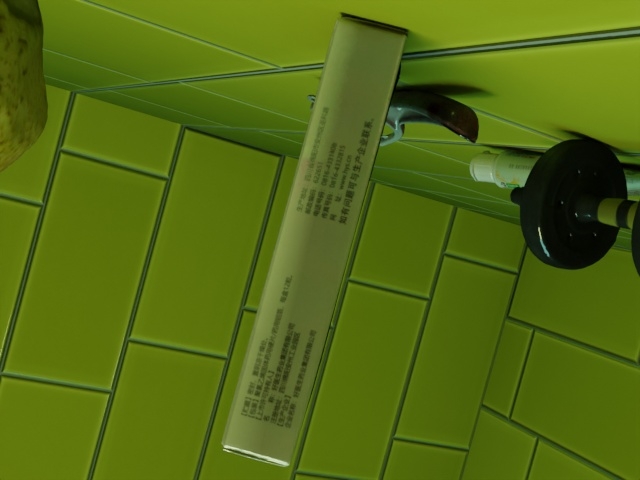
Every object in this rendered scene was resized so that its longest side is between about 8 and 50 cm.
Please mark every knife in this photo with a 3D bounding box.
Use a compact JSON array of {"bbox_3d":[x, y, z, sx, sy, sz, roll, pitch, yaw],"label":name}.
[{"bbox_3d":[0.085,-0.137,0.971,0.123,0.053,0.278,19,179,-24],"label":"knife"}]

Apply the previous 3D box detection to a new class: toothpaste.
[{"bbox_3d":[0.321,-0.080,1.150,0.314,0.058,0.056,11,134,47],"label":"toothpaste"}]

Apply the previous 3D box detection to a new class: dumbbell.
[{"bbox_3d":[0.315,-0.026,0.924,0.143,0.143,0.325,14,-178,-34],"label":"dumbbell"}]

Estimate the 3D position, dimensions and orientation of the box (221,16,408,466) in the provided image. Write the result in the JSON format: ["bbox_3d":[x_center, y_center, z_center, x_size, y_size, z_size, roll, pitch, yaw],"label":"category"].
[{"bbox_3d":[0.000,0.000,0.807,0.069,0.353,0.214,14,-178,2],"label":"box"}]

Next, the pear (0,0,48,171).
[{"bbox_3d":[-0.336,-0.145,0.692,0.271,0.271,0.271,15,-179,0],"label":"pear"}]
